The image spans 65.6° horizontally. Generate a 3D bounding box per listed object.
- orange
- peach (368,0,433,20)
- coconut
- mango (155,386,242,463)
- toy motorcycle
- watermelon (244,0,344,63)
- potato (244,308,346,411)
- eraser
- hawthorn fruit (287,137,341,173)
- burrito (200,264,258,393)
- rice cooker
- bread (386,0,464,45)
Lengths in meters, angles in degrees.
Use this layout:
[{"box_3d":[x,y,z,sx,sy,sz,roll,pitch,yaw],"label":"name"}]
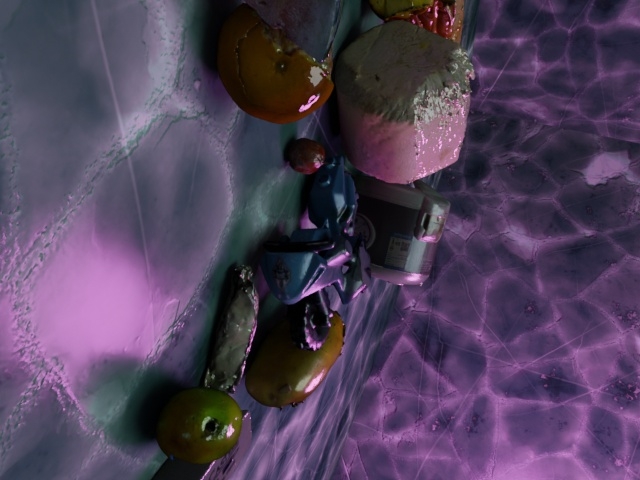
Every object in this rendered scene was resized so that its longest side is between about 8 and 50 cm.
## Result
[{"box_3d":[-0.056,-0.230,0.635,0.134,0.156,0.157,-127,-137,-60],"label":"orange"},{"box_3d":[0.169,-0.535,1.043,0.118,0.151,0.151,-86,-177,-63],"label":"peach"},{"box_3d":[0.183,-0.277,1.074,0.310,0.297,0.298,68,42,-59],"label":"coconut"},{"box_3d":[-0.183,0.282,0.766,0.233,0.125,0.111,127,-17,-73],"label":"mango"},{"box_3d":[0.000,0.000,0.979,0.232,0.172,0.416,59,39,-48],"label":"toy motorcycle"},{"box_3d":[-0.054,-0.364,0.514,0.175,0.256,0.260,-12,140,-18],"label":"watermelon"},{"box_3d":[-0.048,0.238,1.052,0.140,0.172,0.300,59,30,-12],"label":"potato"},{"box_3d":[-0.233,0.428,0.810,0.352,0.077,0.111,-50,152,-50],"label":"eraser"},{"box_3d":[-0.011,-0.147,0.905,0.067,0.103,0.067,-52,159,-30],"label":"hawthorn fruit"},{"box_3d":[-0.147,0.155,0.842,0.058,0.063,0.230,11,98,-44],"label":"burrito"},{"box_3d":[0.191,-0.039,1.324,0.288,0.288,0.277,-9,116,-70],"label":"rice cooker"},{"box_3d":[0.257,-0.520,1.233,0.114,0.184,0.275,-61,160,-15],"label":"bread"}]
